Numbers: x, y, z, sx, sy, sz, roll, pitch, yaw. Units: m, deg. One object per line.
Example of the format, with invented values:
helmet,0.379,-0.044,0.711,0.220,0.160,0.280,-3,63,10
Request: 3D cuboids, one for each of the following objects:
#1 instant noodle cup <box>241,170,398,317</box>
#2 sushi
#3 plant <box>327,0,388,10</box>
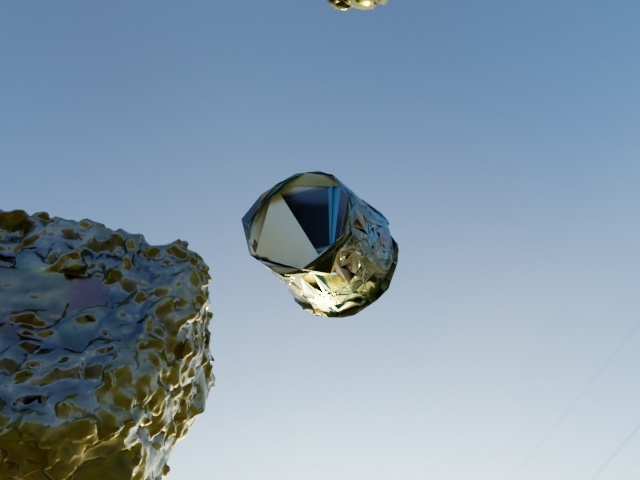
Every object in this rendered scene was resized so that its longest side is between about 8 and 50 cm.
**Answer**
instant noodle cup,0.000,0.000,0.810,0.240,0.240,0.178,-34,-34,9
sushi,-0.337,0.145,0.543,0.396,0.351,0.240,12,-57,4
plant,-0.010,-0.227,0.369,0.174,0.087,0.085,29,-76,18
